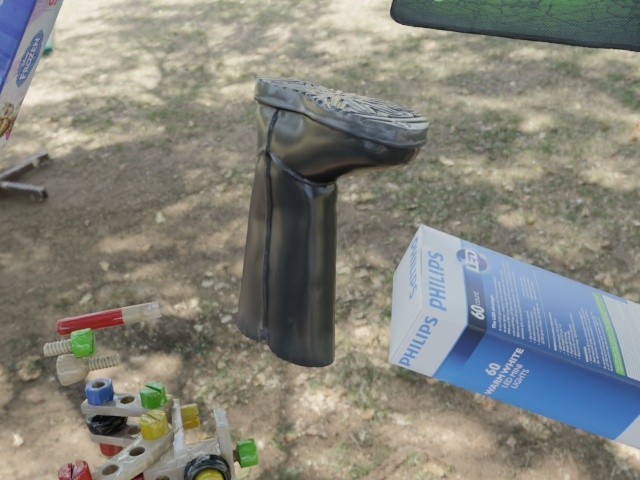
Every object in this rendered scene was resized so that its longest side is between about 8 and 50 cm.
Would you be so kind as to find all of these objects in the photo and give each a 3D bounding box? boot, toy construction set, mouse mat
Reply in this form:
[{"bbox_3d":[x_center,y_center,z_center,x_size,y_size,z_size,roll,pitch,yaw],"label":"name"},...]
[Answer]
[{"bbox_3d":[-0.001,-0.001,1.088,0.146,0.445,0.367,-3,21,-31],"label":"boot"},{"bbox_3d":[-0.211,0.233,0.932,0.237,0.309,0.257,-11,-5,-5],"label":"toy construction set"},{"bbox_3d":[0.154,-0.199,0.478,0.189,0.007,0.153,12,73,19],"label":"mouse mat"}]

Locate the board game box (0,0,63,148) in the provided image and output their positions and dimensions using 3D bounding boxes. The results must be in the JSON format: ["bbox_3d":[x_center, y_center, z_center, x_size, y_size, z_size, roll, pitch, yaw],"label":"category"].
[{"bbox_3d":[-0.432,-0.305,0.740,0.318,0.319,0.066,31,22,-3],"label":"board game box"}]

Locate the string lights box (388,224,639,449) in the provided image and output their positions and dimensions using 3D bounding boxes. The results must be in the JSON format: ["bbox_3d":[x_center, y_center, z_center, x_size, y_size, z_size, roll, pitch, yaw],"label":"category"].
[{"bbox_3d":[0.201,0.089,0.675,0.259,0.077,0.133,20,35,-5],"label":"string lights box"}]
